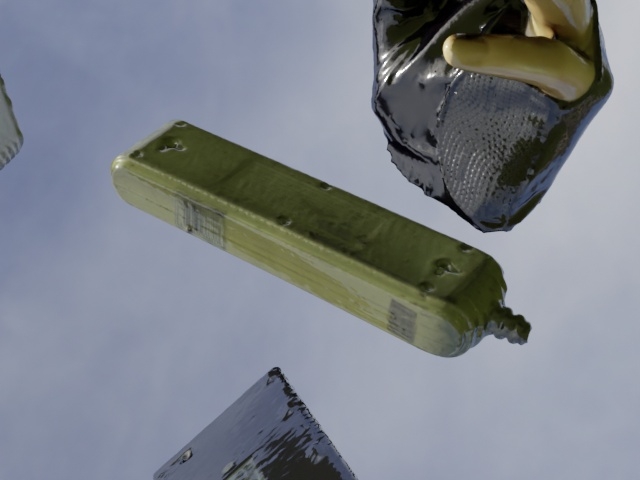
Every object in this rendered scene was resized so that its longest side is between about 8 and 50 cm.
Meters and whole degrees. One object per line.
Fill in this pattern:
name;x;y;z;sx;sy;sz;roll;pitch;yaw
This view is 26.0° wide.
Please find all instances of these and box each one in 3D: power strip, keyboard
power strip;0.000;0.000;1.135;0.387;0.066;0.092;25;-135;25
keyboard;-0.033;0.121;0.619;0.106;0.317;0.027;-43;-81;-2

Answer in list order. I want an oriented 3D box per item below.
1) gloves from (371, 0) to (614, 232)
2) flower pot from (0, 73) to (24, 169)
gloves;0.105;-0.159;0.940;0.152;0.301;0.197;-38;-126;-20
flower pot;-0.439;-0.130;1.402;0.239;0.189;0.209;65;-168;17
